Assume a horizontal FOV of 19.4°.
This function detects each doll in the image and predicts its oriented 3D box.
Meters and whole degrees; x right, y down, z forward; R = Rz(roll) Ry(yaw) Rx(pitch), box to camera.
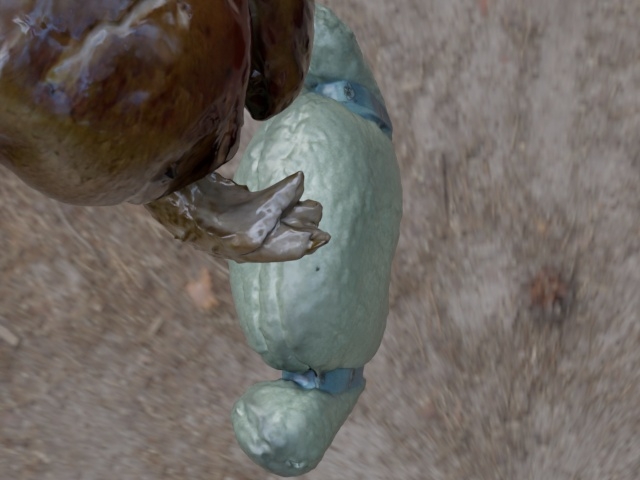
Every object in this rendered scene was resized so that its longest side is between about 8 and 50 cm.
[{"bbox_3d":[0.000,0.000,0.844,0.071,0.103,0.214,-4,79,33],"label":"doll"}]

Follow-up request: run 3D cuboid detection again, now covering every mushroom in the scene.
[{"bbox_3d":[-0.053,-0.064,0.515,0.170,0.080,0.135,53,54,-15],"label":"mushroom"}]
